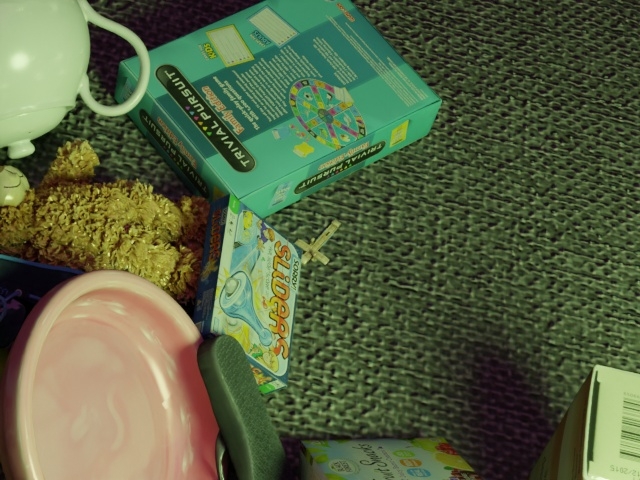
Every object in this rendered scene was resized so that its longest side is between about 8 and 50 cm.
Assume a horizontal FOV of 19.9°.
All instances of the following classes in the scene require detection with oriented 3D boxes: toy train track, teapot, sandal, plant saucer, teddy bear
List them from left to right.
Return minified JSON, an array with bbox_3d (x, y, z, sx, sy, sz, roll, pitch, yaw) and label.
[{"bbox_3d":[-0.379,-0.193,2.205,0.252,0.256,0.187,-18,90,-48],"label":"teapot"},{"bbox_3d":[-0.276,-0.020,2.159,0.338,0.113,0.245,23,50,3],"label":"teddy bear"},{"bbox_3d":[-0.228,0.199,1.934,0.332,0.084,0.332,25,59,-50],"label":"plant saucer"},{"bbox_3d":[-0.085,0.231,2.022,0.097,0.054,0.254,3,68,-63],"label":"sandal"},{"bbox_3d":[0.000,0.000,2.272,0.048,0.014,0.083,34,53,11],"label":"toy train track"}]

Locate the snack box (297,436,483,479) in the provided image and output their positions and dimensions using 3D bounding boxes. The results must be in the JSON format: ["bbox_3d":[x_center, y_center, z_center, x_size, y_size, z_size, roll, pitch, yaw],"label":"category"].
[{"bbox_3d":[0.080,0.276,1.985,0.175,0.070,0.207,1,11,-13],"label":"snack box"}]

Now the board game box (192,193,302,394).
[{"bbox_3d":[-0.085,0.063,2.145,0.136,0.035,0.201,38,43,-36],"label":"board game box"}]

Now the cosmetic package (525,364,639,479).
[{"bbox_3d":[0.301,0.281,1.966,0.129,0.296,0.153,14,51,-3],"label":"cosmetic package"}]

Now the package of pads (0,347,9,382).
[{"bbox_3d":[-0.488,0.154,1.986,0.297,0.101,0.229,-18,62,-25],"label":"package of pads"}]

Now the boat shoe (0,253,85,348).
[{"bbox_3d":[-0.339,0.069,1.959,0.258,0.109,0.089,1,54,-35],"label":"boat shoe"}]

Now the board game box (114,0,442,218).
[{"bbox_3d":[-0.054,-0.182,2.349,0.336,0.079,0.254,-28,65,-29],"label":"board game box"}]
